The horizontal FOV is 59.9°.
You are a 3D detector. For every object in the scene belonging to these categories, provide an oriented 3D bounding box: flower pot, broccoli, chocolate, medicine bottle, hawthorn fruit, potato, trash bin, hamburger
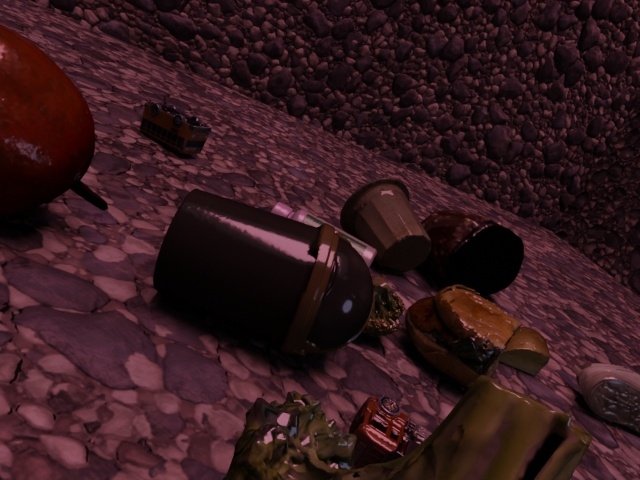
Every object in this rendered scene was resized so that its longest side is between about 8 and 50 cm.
[{"bbox_3d":[0.180,-0.023,1.481,0.212,0.212,0.203,13,37,-35],"label":"flower pot"},{"bbox_3d":[0.086,0.266,0.467,0.375,0.302,0.249,33,-19,31],"label":"broccoli"},{"bbox_3d":[0.413,0.022,1.610,0.339,0.225,0.210,15,15,-41],"label":"chocolate"},{"bbox_3d":[0.000,0.000,1.290,0.259,0.095,0.095,30,19,4],"label":"medicine bottle"},{"bbox_3d":[0.100,0.125,1.062,0.131,0.120,0.130,-6,36,-14],"label":"broccoli"},{"bbox_3d":[-0.476,-0.150,0.827,0.369,0.284,0.285,42,8,-35],"label":"hawthorn fruit"},{"bbox_3d":[0.455,0.233,1.314,0.120,0.081,0.149,25,19,-14],"label":"potato"},{"bbox_3d":[-0.071,0.054,0.877,0.333,0.214,0.214,23,19,-2],"label":"trash bin"},{"bbox_3d":[0.283,0.181,1.136,0.211,0.133,0.308,35,20,22],"label":"hamburger"}]

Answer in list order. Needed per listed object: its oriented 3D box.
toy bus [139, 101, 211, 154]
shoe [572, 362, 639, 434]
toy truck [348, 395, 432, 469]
[{"bbox_3d":[-0.403,-0.309,1.538,0.182,0.103,0.091,28,18,19],"label":"toy bus"},{"bbox_3d":[0.725,0.361,1.296,0.316,0.124,0.159,23,13,-12],"label":"shoe"},{"bbox_3d":[0.123,0.290,0.715,0.192,0.083,0.092,31,24,9],"label":"toy truck"}]
